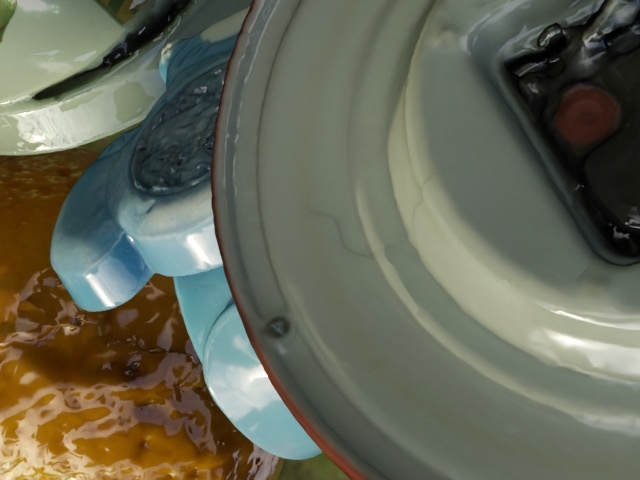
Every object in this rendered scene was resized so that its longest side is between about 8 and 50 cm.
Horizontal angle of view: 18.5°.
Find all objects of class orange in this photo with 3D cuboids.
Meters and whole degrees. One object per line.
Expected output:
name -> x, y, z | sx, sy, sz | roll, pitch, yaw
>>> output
orange -> -0.184, 0.091, 1.347 | 0.340, 0.293, 0.341 | -1, 129, -2

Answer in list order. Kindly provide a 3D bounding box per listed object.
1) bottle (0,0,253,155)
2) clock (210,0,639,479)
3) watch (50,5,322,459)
bottle -> -0.177, -0.162, 1.158 | 0.229, 0.229, 0.351 | -53, 148, 14
clock -> 0.117, -0.038, 0.644 | 0.318, 0.318, 0.080 | -41, 152, -7
watch -> 0.000, 0.000, 0.972 | 0.211, 0.211, 0.193 | -42, 121, -5
